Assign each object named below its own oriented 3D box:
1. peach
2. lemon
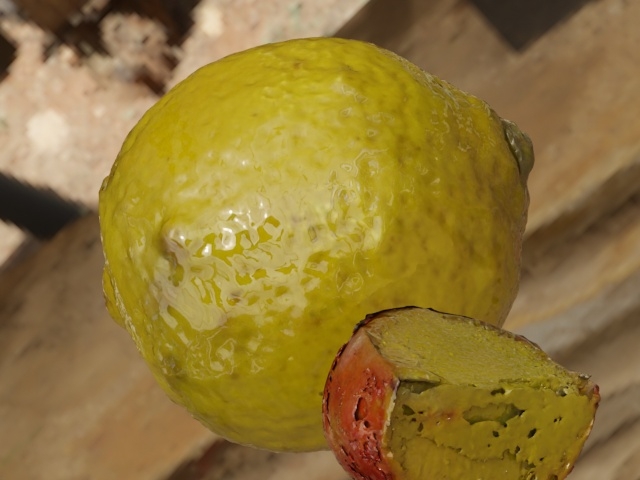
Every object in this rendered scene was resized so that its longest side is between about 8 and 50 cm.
[{"bbox_3d":[0.064,0.096,0.949,0.172,0.127,0.092,-14,-54,-60],"label":"peach"},{"bbox_3d":[0.000,0.000,1.533,0.387,0.350,0.350,-18,26,4],"label":"lemon"}]
